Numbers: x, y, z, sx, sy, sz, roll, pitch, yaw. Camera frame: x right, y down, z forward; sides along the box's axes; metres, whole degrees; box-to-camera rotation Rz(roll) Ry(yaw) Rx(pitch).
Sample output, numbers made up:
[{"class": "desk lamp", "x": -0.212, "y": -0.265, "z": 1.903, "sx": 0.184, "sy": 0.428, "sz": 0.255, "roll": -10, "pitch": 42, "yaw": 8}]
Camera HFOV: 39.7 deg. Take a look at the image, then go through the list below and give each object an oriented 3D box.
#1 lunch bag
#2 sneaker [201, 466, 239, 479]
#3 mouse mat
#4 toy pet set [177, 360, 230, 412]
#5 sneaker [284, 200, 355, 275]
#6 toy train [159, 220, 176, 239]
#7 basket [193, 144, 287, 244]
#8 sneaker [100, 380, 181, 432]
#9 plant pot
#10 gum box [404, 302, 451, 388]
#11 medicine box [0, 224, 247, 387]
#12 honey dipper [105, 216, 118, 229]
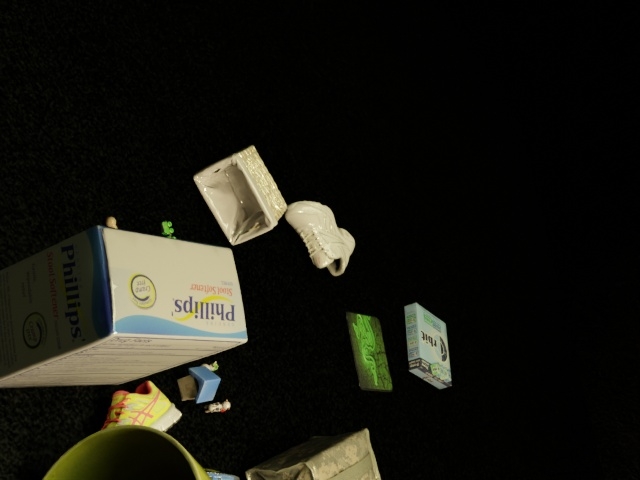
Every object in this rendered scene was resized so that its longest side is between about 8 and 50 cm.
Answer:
[{"class": "lunch bag", "x": 0.013, "y": 0.517, "z": 1.613, "sx": 0.235, "sy": 0.169, "sz": 0.287, "roll": -7, "pitch": 83, "yaw": -58}, {"class": "sneaker", "x": -0.211, "y": 0.407, "z": 1.428, "sx": 0.209, "sy": 0.069, "sz": 0.082, "roll": 21, "pitch": 73, "yaw": -55}, {"class": "mouse mat", "x": 0.117, "y": 0.264, "z": 2.099, "sx": 0.153, "sy": 0.007, "sz": 0.189, "roll": 16, "pitch": 57, "yaw": -54}, {"class": "toy pet set", "x": -0.192, "y": 0.241, "z": 1.556, "sx": 0.114, "sy": 0.065, "sz": 0.122, "roll": 4, "pitch": 68, "yaw": -58}, {"class": "sneaker", "x": 0.000, "y": 0.000, "z": 2.003, "sx": 0.232, "sy": 0.090, "sz": 0.115, "roll": 40, "pitch": 44, "yaw": -38}, {"class": "toy train", "x": -0.276, "y": 0.004, "z": 1.623, "sx": 0.024, "sy": 0.017, "sz": 0.083, "roll": -9, "pitch": 79, "yaw": -50}, {"class": "basket", "x": -0.157, "y": -0.095, "z": 1.787, "sx": 0.167, "sy": 0.113, "sz": 0.103, "roll": 62, "pitch": 27, "yaw": -11}, {"class": "sneaker", "x": -0.302, "y": 0.280, "z": 1.353, "sx": 0.094, "sy": 0.081, "sz": 0.208, "roll": 59, "pitch": 24, "yaw": -1}, {"class": "plant pot", "x": -0.216, "y": 0.437, "z": 1.231, "sx": 0.293, "sy": 0.275, "sz": 0.274, "roll": 54, "pitch": 29, "yaw": -52}, {"class": "gum box", "x": 0.281, "y": 0.277, "z": 2.320, "sx": 0.157, "sy": 0.041, "sz": 0.184, "roll": 35, "pitch": 43, "yaw": -44}, {"class": "medicine box", "x": -0.300, "y": 0.105, "z": 1.244, "sx": 0.263, "sy": 0.289, "sz": 0.149, "roll": 12, "pitch": 61, "yaw": -56}, {"class": "honey dipper", "x": -0.324, "y": 0.031, "z": 1.518, "sx": 0.160, "sy": 0.030, "sz": 0.030, "roll": 60, "pitch": 31, "yaw": -8}]
